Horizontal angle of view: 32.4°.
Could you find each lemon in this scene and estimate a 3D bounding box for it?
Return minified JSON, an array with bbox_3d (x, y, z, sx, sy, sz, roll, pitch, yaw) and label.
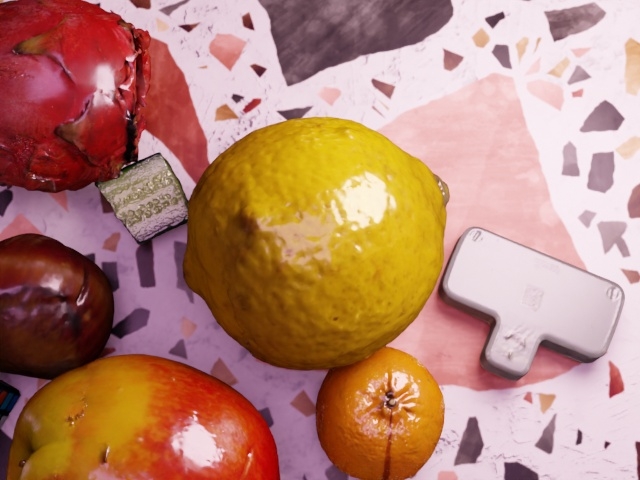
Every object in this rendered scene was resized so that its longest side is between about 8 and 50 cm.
[{"bbox_3d":[0.000,0.000,1.514,0.387,0.350,0.350,-16,80,-7],"label":"lemon"}]

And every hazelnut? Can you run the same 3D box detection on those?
[{"bbox_3d":[-0.405,0.090,1.565,0.229,0.229,0.230,0,79,-1],"label":"hazelnut"}]

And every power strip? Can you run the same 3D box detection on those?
[{"bbox_3d":[0.301,0.110,1.638,0.264,0.059,0.194,23,76,3],"label":"power strip"}]

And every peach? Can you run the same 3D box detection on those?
[{"bbox_3d":[-0.234,0.330,1.455,0.370,0.370,0.370,0,79,-1],"label":"peach"}]

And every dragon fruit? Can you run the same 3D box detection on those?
[{"bbox_3d":[-0.381,-0.206,1.574,0.301,0.295,0.296,-8,79,11],"label":"dragon fruit"}]

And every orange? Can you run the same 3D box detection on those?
[{"bbox_3d":[0.084,0.246,1.558,0.193,0.161,0.193,-1,81,3],"label":"orange"}]

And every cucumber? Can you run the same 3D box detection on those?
[{"bbox_3d":[-0.261,-0.059,1.657,0.115,0.062,0.116,-27,88,-4],"label":"cucumber"}]

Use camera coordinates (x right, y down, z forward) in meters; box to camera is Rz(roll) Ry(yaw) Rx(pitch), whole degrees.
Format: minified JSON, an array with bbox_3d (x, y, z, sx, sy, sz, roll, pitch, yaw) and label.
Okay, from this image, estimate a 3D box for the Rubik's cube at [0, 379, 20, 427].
[{"bbox_3d":[-0.557,0.240,1.531,0.184,0.187,0.182,29,80,2],"label":"Rubik's cube"}]
